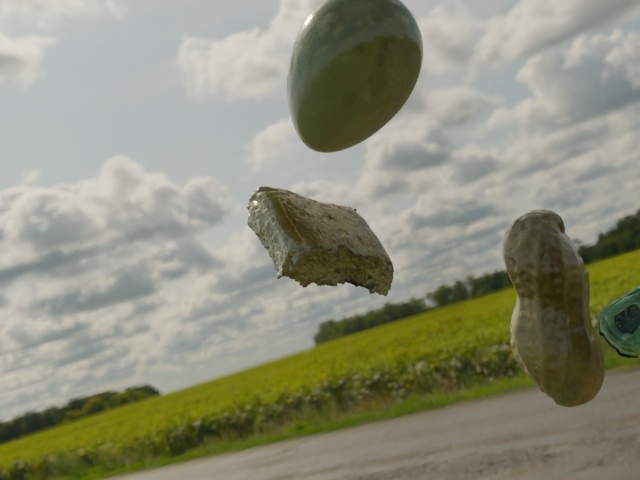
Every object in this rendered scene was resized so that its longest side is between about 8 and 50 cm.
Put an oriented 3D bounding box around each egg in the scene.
[{"bbox_3d":[0.048,-0.284,1.578,0.218,0.218,0.295,-7,-48,-60],"label":"egg"}]

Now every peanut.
[{"bbox_3d":[0.336,0.097,1.353,0.130,0.290,0.130,-6,-7,-1],"label":"peanut"}]

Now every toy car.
[{"bbox_3d":[0.463,0.082,1.255,0.186,0.093,0.058,-33,-42,-3],"label":"toy car"}]

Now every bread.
[{"bbox_3d":[0.000,0.000,0.546,0.083,0.070,0.035,9,-58,-37],"label":"bread"}]
